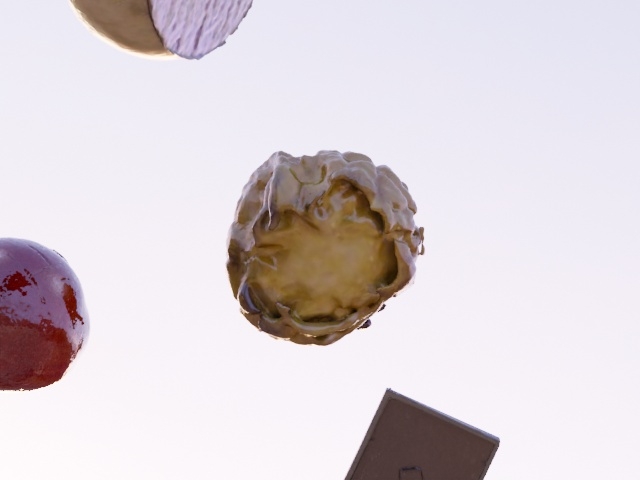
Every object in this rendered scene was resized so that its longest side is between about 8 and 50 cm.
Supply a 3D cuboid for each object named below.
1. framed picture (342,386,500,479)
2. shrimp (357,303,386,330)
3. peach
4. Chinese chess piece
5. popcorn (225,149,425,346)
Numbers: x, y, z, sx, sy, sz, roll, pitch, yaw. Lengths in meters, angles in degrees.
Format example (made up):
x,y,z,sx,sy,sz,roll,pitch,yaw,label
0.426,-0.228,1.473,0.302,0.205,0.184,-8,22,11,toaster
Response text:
x,y,z,sx,sy,sz,roll,pitch,yaw,label
0.129,0.362,2.617,0.189,0.260,0.023,24,16,-1,framed picture
0.039,0.100,2.381,0.178,0.034,0.124,-9,-20,39,shrimp
-0.357,0.087,2.015,0.197,0.197,0.197,15,-26,7,peach
-0.142,-0.308,1.732,0.112,0.270,0.270,17,-24,23,Chinese chess piece
0.000,0.000,2.138,0.250,0.250,0.190,14,1,9,popcorn
